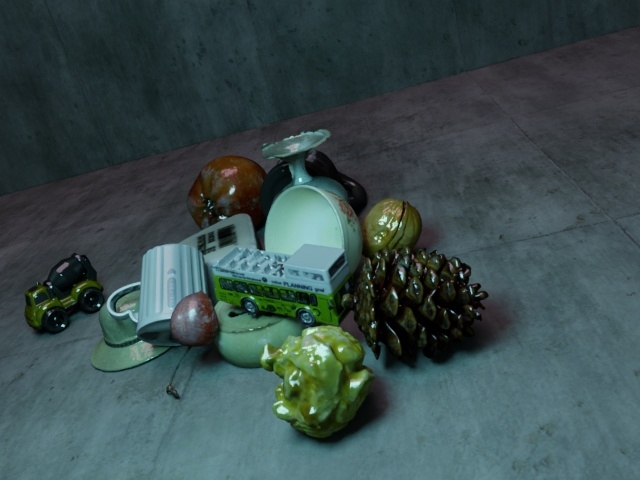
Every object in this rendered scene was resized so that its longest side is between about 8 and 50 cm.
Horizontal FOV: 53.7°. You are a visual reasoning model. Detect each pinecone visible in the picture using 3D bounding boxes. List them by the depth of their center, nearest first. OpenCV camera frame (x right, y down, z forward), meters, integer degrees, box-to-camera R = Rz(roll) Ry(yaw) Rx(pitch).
[{"bbox_3d":[0.175,0.117,1.207,0.272,0.224,0.224,-4,22,-6],"label":"pinecone"}]

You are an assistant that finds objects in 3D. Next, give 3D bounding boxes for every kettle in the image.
[{"bbox_3d":[-0.007,-0.174,2.018,0.321,0.228,0.324,14,25,3],"label":"kettle"}]

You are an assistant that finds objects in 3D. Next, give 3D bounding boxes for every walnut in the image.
[{"bbox_3d":[0.175,-0.024,1.581,0.144,0.180,0.144,25,23,-11],"label":"walnut"}]

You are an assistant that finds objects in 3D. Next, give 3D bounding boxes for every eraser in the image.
[{"bbox_3d":[-0.251,0.067,1.685,0.331,0.150,0.331,-13,25,6],"label":"eraser"}]

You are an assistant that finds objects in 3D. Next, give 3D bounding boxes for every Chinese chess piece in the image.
[{"bbox_3d":[-0.123,0.176,1.416,0.250,0.101,0.250,-14,24,6],"label":"Chinese chess piece"}]

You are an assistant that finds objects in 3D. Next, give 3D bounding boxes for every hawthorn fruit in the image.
[{"bbox_3d":[-0.292,-0.146,2.044,0.284,0.284,0.284,-14,23,6],"label":"hawthorn fruit"}]

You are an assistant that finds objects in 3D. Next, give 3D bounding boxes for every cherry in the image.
[{"bbox_3d":[-0.270,0.217,1.325,0.107,0.225,0.090,5,-4,23],"label":"cherry"}]

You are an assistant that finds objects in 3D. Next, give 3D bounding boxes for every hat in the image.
[{"bbox_3d":[-0.469,0.196,1.566,0.257,0.130,0.257,-13,23,6],"label":"hat"}]

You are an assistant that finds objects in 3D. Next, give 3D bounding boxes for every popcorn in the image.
[{"bbox_3d":[-0.005,0.238,1.102,0.187,0.185,0.167,-29,7,-7],"label":"popcorn"}]

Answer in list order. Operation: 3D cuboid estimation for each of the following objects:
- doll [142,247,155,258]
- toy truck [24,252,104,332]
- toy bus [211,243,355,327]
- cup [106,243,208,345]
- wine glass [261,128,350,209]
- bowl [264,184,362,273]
[{"bbox_3d":[-0.492,0.076,1.919,0.114,0.085,0.152,-33,36,-8],"label":"doll"},{"bbox_3d":[-0.746,0.149,1.814,0.224,0.165,0.147,-34,29,-33],"label":"toy truck"},{"bbox_3d":[-0.080,0.082,1.299,0.301,0.139,0.113,7,31,28],"label":"toy bus"},{"bbox_3d":[-0.364,0.122,1.468,0.167,0.221,0.202,-38,49,42],"label":"cup"},{"bbox_3d":[-0.035,-0.121,1.736,0.238,0.323,0.238,-15,25,7],"label":"wine glass"},{"bbox_3d":[0.000,0.000,1.557,0.145,0.277,0.277,-7,11,-44],"label":"bowl"}]
